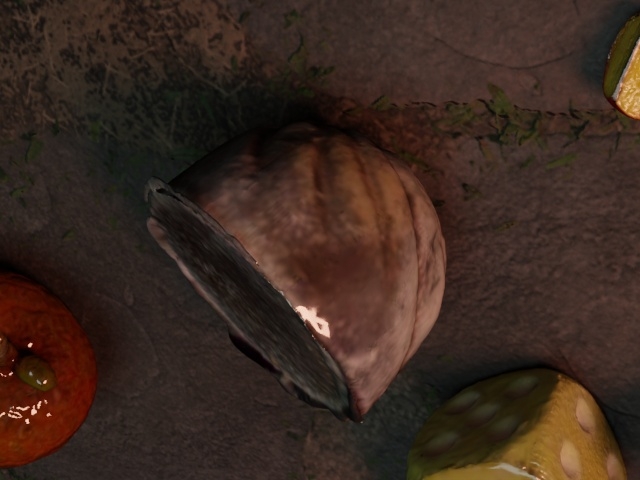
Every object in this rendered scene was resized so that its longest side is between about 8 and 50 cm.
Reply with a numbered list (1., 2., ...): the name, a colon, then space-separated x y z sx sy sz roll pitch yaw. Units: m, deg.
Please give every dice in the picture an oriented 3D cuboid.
1. dice: 0.201 0.244 1.147 0.169 0.169 0.166 -22 106 34

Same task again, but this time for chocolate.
1. chocolate: 0.000 0.000 1.082 0.303 0.213 0.303 44 163 17

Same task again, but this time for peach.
1. peach: 0.273 -0.151 0.960 0.077 0.050 0.083 -23 117 10

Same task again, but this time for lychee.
1. lychee: -0.390 0.151 1.344 0.255 0.255 0.300 48 137 -5
